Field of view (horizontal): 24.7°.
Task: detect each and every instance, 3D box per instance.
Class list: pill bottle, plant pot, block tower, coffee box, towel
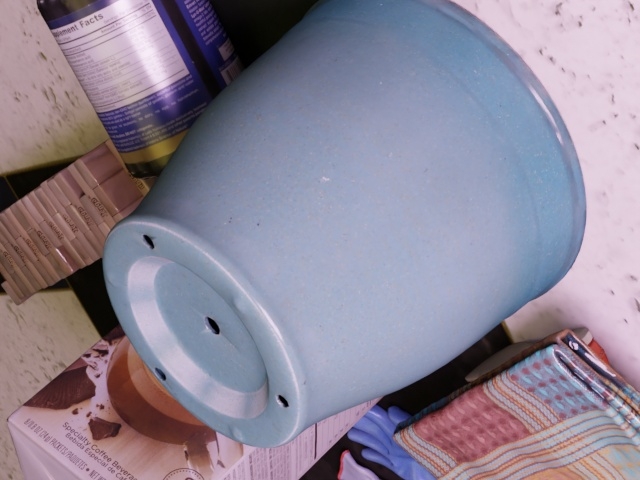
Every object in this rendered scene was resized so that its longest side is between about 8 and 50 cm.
[{"bbox_3d":[-0.144,-0.169,1.144,0.123,0.123,0.219,-4,118,52],"label":"pill bottle"},{"bbox_3d":[0.000,0.000,1.013,0.271,0.255,0.272,31,143,27],"label":"plant pot"},{"bbox_3d":[-0.233,-0.027,1.422,0.097,0.091,0.335,56,147,-6],"label":"block tower"},{"bbox_3d":[-0.083,0.126,1.198,0.168,0.297,0.119,32,146,25],"label":"coffee box"},{"bbox_3d":[0.242,0.238,1.107,0.370,0.040,0.271,43,147,-3],"label":"towel"}]

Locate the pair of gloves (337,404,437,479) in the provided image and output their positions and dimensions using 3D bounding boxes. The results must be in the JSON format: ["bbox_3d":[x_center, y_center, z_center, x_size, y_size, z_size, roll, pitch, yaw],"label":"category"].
[{"bbox_3d":[0.080,0.233,1.361,0.159,0.023,0.198,38,144,20],"label":"pair of gloves"}]

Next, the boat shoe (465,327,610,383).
[{"bbox_3d":[0.164,0.101,1.108,0.137,0.049,0.043,-22,107,51],"label":"boat shoe"}]
